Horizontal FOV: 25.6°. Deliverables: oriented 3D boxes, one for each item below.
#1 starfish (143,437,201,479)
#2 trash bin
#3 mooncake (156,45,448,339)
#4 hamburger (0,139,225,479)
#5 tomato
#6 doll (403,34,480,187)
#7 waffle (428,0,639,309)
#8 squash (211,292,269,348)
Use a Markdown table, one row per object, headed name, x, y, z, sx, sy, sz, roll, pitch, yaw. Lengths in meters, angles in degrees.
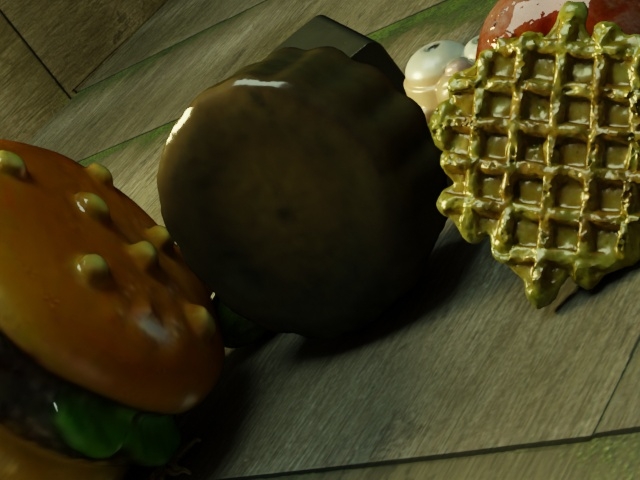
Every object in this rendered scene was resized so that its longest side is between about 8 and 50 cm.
| name | x | y | z | sx | sy | sz | roll | pitch | yaw |
| --- | --- | --- | --- | --- | --- | --- | --- | --- | --- |
| starfish | -0.157 | 0.232 | 1.456 | 0.092 | 0.016 | 0.086 | -42 | 21 | 5 |
| trash bin | 0.042 | -0.192 | 1.830 | 0.115 | 0.165 | 0.225 | -40 | 22 | -6 |
| mooncake | -0.009 | -0.051 | 1.429 | 0.290 | 0.290 | 0.161 | -24 | 14 | 35 |
| hamburger | -0.289 | 0.080 | 1.446 | 0.277 | 0.395 | 0.396 | -47 | 17 | 17 |
| tomato | 0.251 | -0.159 | 1.345 | 0.208 | 0.208 | 0.184 | -30 | -14 | 22 |
| doll | 0.171 | -0.142 | 1.570 | 0.154 | 0.119 | 0.278 | -20 | 29 | 9 |
| waffle | 0.208 | -0.079 | 1.227 | 0.243 | 0.238 | 0.058 | -40 | -19 | 19 |
| squash | -0.001 | -0.001 | 1.600 | 0.331 | 0.087 | 0.087 | -40 | 20 | -5 |
